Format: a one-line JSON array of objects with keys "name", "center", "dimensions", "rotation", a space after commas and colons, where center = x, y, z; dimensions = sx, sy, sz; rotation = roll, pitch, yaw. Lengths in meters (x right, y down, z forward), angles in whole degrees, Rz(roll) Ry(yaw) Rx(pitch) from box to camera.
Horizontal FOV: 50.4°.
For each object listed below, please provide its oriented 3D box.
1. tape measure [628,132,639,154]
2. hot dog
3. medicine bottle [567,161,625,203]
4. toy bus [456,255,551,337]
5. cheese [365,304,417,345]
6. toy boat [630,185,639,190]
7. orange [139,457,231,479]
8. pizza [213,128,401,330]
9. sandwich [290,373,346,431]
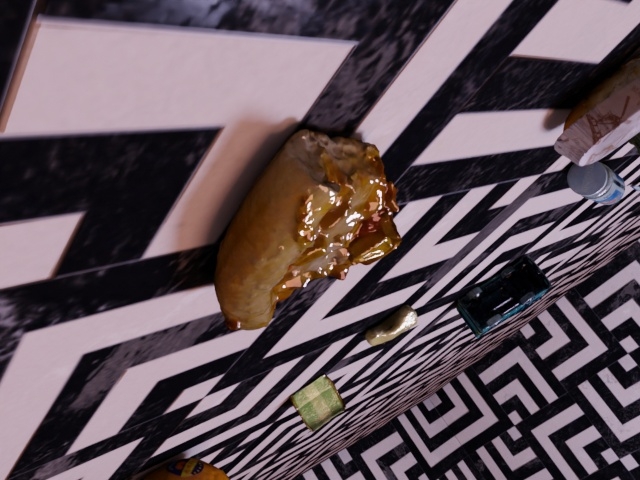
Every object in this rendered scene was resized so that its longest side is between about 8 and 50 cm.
[{"name": "tape measure", "center": [0.448, -0.174, 0.747], "dimensions": [0.154, 0.087, 0.177], "rotation": [-12, 152, -24]}, {"name": "hot dog", "center": [0.303, -0.140, 0.644], "dimensions": [0.192, 0.053, 0.099], "rotation": [-38, 163, 1]}, {"name": "medicine bottle", "center": [0.378, -0.078, 0.925], "dimensions": [0.051, 0.051, 0.191], "rotation": [-43, 159, 23]}, {"name": "toy bus", "center": [0.339, 0.107, 1.269], "dimensions": [0.160, 0.079, 0.092], "rotation": [-32, 161, -5]}, {"name": "cheese", "center": [0.103, 0.125, 0.991], "dimensions": [0.083, 0.030, 0.044], "rotation": [-28, 140, -6]}, {"name": "toy boat", "center": [0.716, -0.178, 1.241], "dimensions": [0.210, 0.070, 0.291], "rotation": [-22, 162, -21]}, {"name": "orange", "center": [-0.198, 0.390, 0.949], "dimensions": [0.178, 0.155, 0.177], "rotation": [-29, 174, -4]}, {"name": "pizza", "center": [0.000, 0.000, 0.458], "dimensions": [0.161, 0.062, 0.182], "rotation": [-18, 154, -44]}, {"name": "sandwich", "center": [-0.015, 0.251, 1.136], "dimensions": [0.074, 0.074, 0.116], "rotation": [-33, -166, -7]}]
